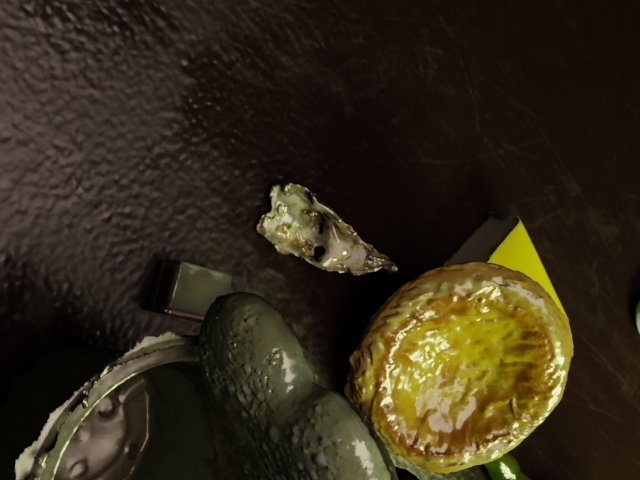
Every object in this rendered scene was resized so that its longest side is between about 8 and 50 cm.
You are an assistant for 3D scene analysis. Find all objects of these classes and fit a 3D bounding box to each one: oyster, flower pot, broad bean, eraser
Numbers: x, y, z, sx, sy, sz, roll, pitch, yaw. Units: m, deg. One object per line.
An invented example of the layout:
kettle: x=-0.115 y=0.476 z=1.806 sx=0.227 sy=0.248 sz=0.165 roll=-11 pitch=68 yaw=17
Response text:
oyster: x=0.001 y=0.000 z=1.149 sx=0.106 sy=0.061 sz=0.200 roll=-43 pitch=118 yaw=-4
flower pot: x=-0.195 y=0.210 z=0.886 sx=0.290 sy=0.259 sz=0.290 roll=-5 pitch=99 yaw=-36
broad bean: x=0.276 y=0.345 z=1.395 sx=0.052 sy=0.053 sz=0.256 roll=-31 pitch=120 yaw=12
eraser: x=0.274 y=0.092 z=1.348 sx=0.158 sy=0.069 sz=0.226 roll=-46 pitch=120 yaw=-26

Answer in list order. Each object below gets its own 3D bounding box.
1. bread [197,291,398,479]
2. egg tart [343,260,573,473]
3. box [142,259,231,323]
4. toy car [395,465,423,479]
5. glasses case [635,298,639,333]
bread: x=-0.034 y=0.155 z=0.764 sx=0.064 sy=0.172 sz=0.232 roll=-28 pitch=67 yaw=-32
egg tart: x=0.181 y=0.160 z=1.221 sx=0.318 sy=0.128 sz=0.319 roll=-3 pitch=113 yaw=-6
box: x=-0.149 y=0.060 z=1.029 sx=0.084 sy=0.060 sz=0.063 roll=17 pitch=81 yaw=-36
toy car: x=0.106 y=0.451 z=1.097 sx=0.271 sy=0.340 sz=0.240 roll=-47 pitch=113 yaw=-21
glasses case: x=0.652 y=0.102 z=1.642 sx=0.233 sy=0.059 sz=0.092 roll=-26 pitch=112 yaw=-31
